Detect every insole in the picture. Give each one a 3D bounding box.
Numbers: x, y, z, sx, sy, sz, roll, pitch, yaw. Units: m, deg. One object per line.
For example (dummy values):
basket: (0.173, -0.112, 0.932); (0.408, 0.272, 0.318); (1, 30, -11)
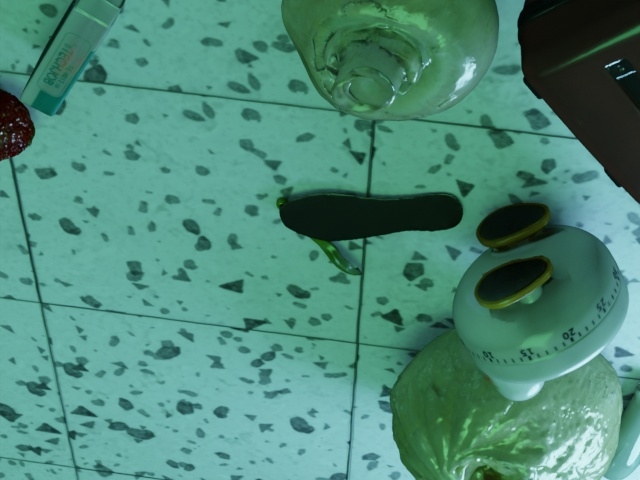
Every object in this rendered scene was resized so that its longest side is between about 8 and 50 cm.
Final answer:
insole: (0.069, -0.034, 1.979); (0.253, 0.005, 0.086); (-1, 130, 11)

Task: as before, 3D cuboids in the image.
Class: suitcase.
suitcase: (0.381, -0.191, 1.617); (0.236, 0.161, 0.297); (-25, 128, 34)

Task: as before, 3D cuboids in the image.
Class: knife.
knife: (0.000, 0.000, 2.035); (0.022, 0.026, 0.184); (-34, 121, 23)

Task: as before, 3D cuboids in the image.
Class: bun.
bun: (0.279, 0.288, 2.161); (0.349, 0.227, 0.352); (-16, 135, 26)

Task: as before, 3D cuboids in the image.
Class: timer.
timer: (0.295, 0.099, 1.918); (0.233, 0.233, 0.240); (-15, 123, 28)

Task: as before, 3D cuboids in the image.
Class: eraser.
eraser: (-0.291, -0.250, 1.743); (0.052, 0.095, 0.225); (29, 138, -15)

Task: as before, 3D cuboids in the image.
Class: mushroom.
mushroom: (0.070, -0.226, 1.615); (0.246, 0.202, 0.246); (14, 140, 12)

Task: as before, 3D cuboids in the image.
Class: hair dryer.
hair dryer: (0.566, 0.305, 2.260); (0.237, 0.075, 0.206); (9, 135, -11)

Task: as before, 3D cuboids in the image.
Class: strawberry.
strawberry: (-0.420, -0.151, 1.898); (0.106, 0.106, 0.106); (6, 140, 5)
